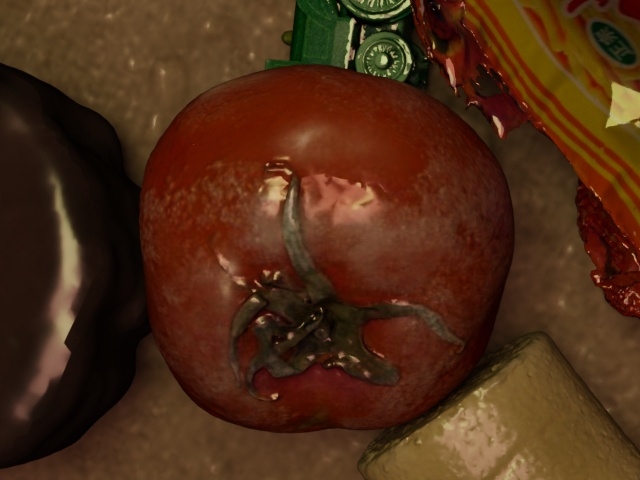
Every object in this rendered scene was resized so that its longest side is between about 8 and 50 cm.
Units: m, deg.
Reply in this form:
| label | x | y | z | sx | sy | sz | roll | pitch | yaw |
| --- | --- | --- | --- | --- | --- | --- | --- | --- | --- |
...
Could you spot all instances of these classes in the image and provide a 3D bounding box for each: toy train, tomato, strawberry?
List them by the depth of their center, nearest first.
| label | x | y | z | sx | sy | sz | roll | pitch | yaw |
| --- | --- | --- | --- | --- | --- | --- | --- | --- | --- |
| tomato | 0.004 | 0.000 | 0.702 | 0.232 | 0.188 | 0.232 | -2 | 125 | -3 |
| strawberry | 0.216 | -0.023 | 0.757 | 0.104 | 0.048 | 0.152 | 3 | 90 | 9 |
| toy train | 0.024 | -0.167 | 0.761 | 0.104 | 0.071 | 0.178 | 7 | 95 | 16 |

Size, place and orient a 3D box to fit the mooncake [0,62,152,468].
| label | x | y | z | sx | sy | sz | roll | pitch | yaw |
| --- | --- | --- | --- | --- | --- | --- | --- | --- | --- |
| mooncake | -0.241 | 0.019 | 0.759 | 0.283 | 0.141 | 0.283 | -1 | 86 | 12 |

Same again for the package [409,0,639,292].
| label | x | y | z | sx | sy | sz | roll | pitch | yaw |
| --- | --- | --- | --- | --- | --- | --- | --- | --- | --- |
| package | 0.219 | -0.118 | 0.697 | 0.288 | 0.108 | 0.223 | -30 | 67 | -7 |

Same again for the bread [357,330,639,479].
| label | x | y | z | sx | sy | sz | roll | pitch | yaw |
| --- | --- | --- | --- | --- | --- | --- | --- | --- | --- |
| bread | 0.119 | 0.150 | 0.731 | 0.148 | 0.134 | 0.141 | -39 | 88 | 17 |
